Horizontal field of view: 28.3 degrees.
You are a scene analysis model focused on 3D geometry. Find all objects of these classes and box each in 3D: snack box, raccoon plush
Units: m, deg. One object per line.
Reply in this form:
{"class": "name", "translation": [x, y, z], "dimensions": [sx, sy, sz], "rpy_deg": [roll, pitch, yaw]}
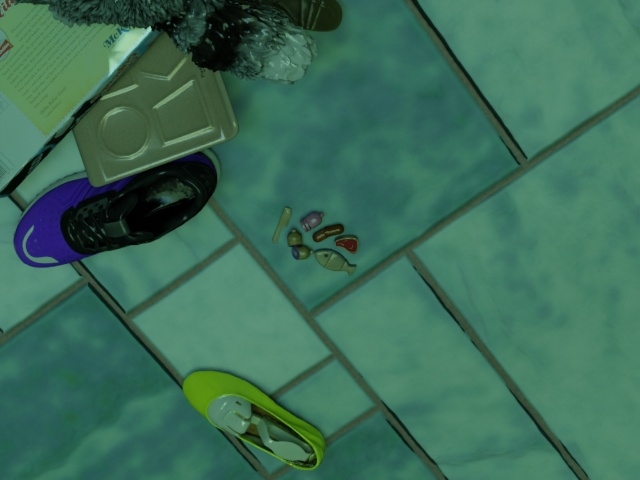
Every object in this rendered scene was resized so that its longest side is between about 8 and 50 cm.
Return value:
{"class": "snack box", "translation": [-0.355, -0.227, 1.562], "dimensions": [0.322, 0.060, 0.187], "rpy_deg": [-44, 90, 12]}
{"class": "raccoon plush", "translation": [-0.180, -0.350, 1.361], "dimensions": [0.446, 0.299, 0.216], "rpy_deg": [17, 80, -8]}

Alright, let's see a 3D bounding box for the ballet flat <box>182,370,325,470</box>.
{"class": "ballet flat", "translation": [-0.091, 0.258, 1.792], "dimensions": [0.231, 0.077, 0.077], "rpy_deg": [31, 108, -14]}

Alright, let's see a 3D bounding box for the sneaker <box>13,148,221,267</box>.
{"class": "sneaker", "translation": [-0.269, -0.034, 1.627], "dimensions": [0.293, 0.146, 0.102], "rpy_deg": [-24, 113, 6]}

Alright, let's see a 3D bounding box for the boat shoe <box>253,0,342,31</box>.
{"class": "boat shoe", "translation": [-0.048, -0.299, 1.593], "dimensions": [0.153, 0.048, 0.056], "rpy_deg": [9, 99, -14]}

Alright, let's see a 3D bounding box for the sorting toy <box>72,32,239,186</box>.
{"class": "sorting toy", "translation": [-0.223, -0.188, 1.600], "dimensions": [0.208, 0.038, 0.193], "rpy_deg": [-20, 86, 8]}

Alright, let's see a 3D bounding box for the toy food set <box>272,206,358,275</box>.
{"class": "toy food set", "translation": [0.000, 0.000, 1.724], "dimensions": [0.122, 0.019, 0.078], "rpy_deg": [18, 110, -10]}
